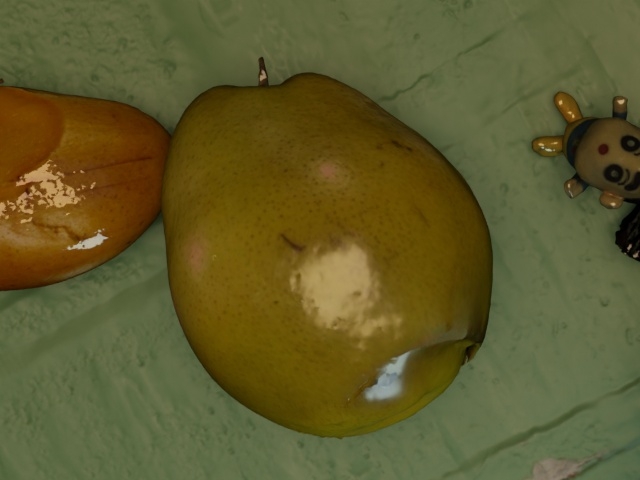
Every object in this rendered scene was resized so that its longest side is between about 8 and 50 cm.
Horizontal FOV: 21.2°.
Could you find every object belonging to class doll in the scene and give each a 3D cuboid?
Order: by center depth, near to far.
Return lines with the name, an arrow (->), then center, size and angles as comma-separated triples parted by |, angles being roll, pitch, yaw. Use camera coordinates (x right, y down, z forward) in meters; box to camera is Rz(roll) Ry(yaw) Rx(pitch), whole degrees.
doll -> 0.254, -0.079, 1.519 | 0.089, 0.179, 0.102 | 23, 94, -42

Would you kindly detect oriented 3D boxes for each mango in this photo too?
mango -> -0.254, -0.046, 1.568 | 0.257, 0.138, 0.187 | 1, 74, 0

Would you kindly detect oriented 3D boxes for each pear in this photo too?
pear -> -0.004, 0.005, 1.481 | 0.285, 0.285, 0.336 | -40, 92, 4

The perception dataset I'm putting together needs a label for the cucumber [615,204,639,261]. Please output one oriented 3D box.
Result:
cucumber -> 0.363, -0.114, 1.541 | 0.072, 0.081, 0.303 | 35, 102, 46
